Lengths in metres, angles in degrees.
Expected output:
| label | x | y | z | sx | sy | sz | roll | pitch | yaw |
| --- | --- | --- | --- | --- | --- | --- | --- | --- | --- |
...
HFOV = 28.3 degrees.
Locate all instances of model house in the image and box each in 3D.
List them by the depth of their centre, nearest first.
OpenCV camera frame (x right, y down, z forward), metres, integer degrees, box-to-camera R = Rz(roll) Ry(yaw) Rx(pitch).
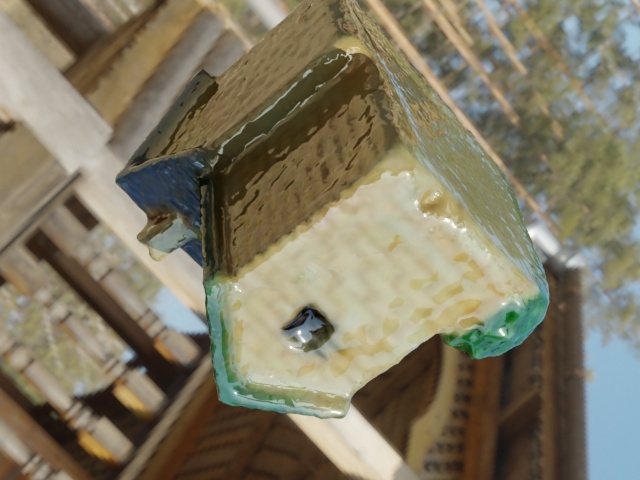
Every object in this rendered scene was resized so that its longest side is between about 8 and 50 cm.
| label | x | y | z | sx | sy | sz | roll | pitch | yaw |
| --- | --- | --- | --- | --- | --- | --- | --- | --- | --- |
| model house | 0.000 | 0.000 | 1.313 | 0.343 | 0.334 | 0.382 | -37 | -154 | 15 |
